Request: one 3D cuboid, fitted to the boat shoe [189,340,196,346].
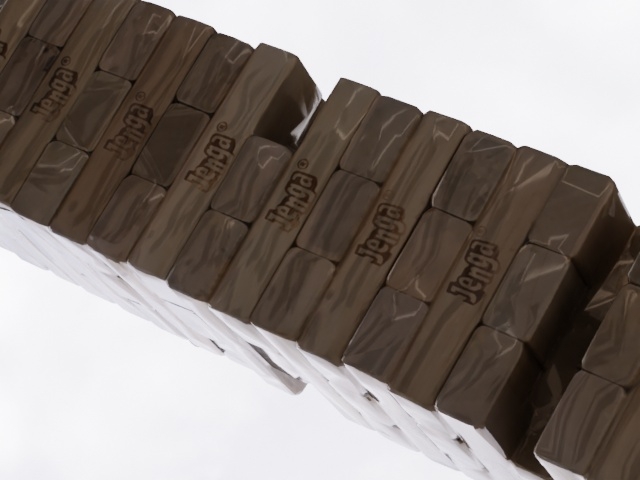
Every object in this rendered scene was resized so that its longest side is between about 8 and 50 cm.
[{"bbox_3d":[-0.082,-0.028,1.110,0.072,0.190,0.068,-25,-147,0],"label":"boat shoe"}]

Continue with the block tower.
[{"bbox_3d":[0.000,0.000,0.623,0.335,0.097,0.091,23,-106,30],"label":"block tower"}]
